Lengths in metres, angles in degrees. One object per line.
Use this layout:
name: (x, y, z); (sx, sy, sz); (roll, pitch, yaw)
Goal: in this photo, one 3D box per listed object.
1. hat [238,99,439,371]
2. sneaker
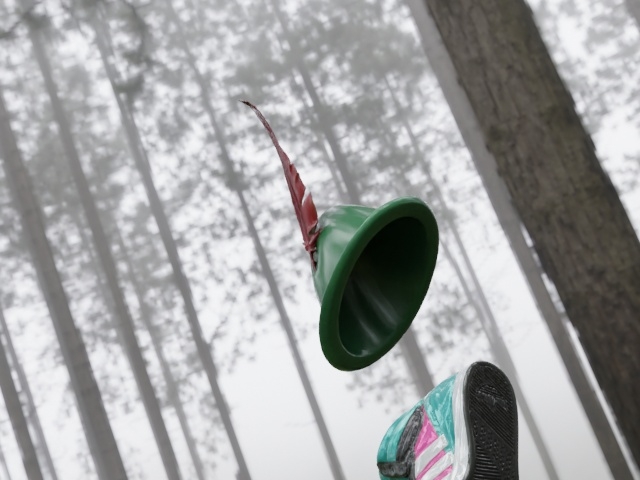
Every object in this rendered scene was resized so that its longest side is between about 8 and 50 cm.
hat: (0.000, 0.000, 1.005); (0.173, 0.183, 0.208); (11, -77, -55)
sneaker: (0.142, 0.304, 1.208); (0.124, 0.295, 0.178); (26, -37, -20)
